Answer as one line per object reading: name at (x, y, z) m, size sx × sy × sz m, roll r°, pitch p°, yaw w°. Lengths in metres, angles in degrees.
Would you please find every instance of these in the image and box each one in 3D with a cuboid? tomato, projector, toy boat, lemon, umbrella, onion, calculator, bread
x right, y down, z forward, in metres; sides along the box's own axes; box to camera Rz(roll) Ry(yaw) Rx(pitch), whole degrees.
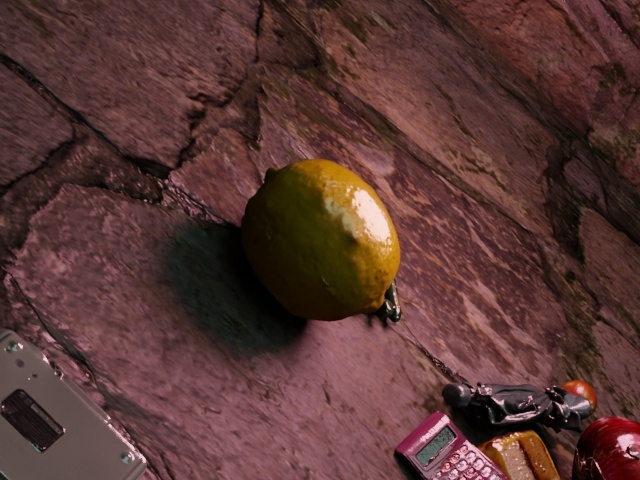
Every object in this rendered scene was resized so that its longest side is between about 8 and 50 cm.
tomato at (0.533, 0.336, 2.169) m, size 0.075 × 0.087 × 0.087 m, roll -10°, pitch 65°, yaw -49°
projector at (-0.352, 0.246, 1.236) m, size 0.257 × 0.099 × 0.192 m, roll 43°, pitch 33°, yaw 1°
toy boat at (0.105, 0.065, 1.975) m, size 0.104 × 0.052 × 0.210 m, roll 23°, pitch 43°, yaw -30°
lemon at (0.002, 0.002, 1.750) m, size 0.260 × 0.261 × 0.284 m, roll -29°, pitch 105°, yaw -55°
umbrella at (0.361, 0.315, 1.965) m, size 0.349 × 0.143 × 0.094 m, roll 12°, pitch 74°, yaw -40°
onion at (0.593, 0.482, 1.932) m, size 0.314 × 0.232 × 0.313 m, roll -9°, pitch 90°, yaw -88°
calculator at (0.229, 0.393, 1.777) m, size 0.190 × 0.034 × 0.127 m, roll 44°, pitch 51°, yaw 16°
bread at (0.366, 0.456, 1.862) m, size 0.181 × 0.096 × 0.222 m, roll 3°, pitch 56°, yaw -44°
